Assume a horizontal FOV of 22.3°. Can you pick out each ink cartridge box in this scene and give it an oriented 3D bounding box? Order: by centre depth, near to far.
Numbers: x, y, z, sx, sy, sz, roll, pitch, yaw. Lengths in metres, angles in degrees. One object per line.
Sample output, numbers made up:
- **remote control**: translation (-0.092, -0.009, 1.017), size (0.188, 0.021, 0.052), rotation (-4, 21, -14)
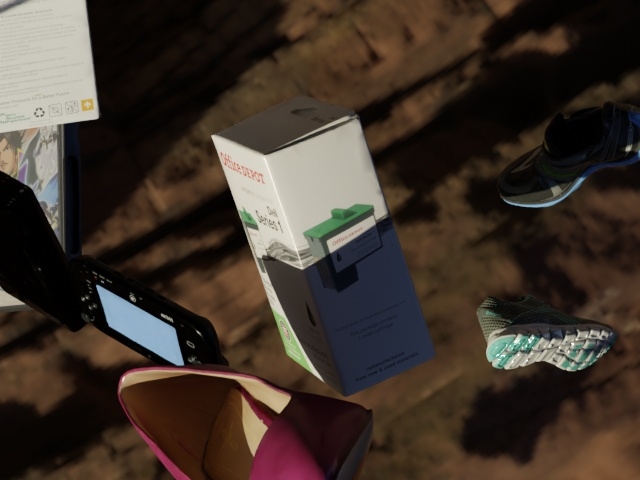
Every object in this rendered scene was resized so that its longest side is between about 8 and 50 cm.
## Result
- **ink cartridge box**: translation (0.000, 0.000, 1.369), size (0.092, 0.219, 0.160), rotation (-23, -164, -15)
- **ink cartridge box**: translation (-0.319, -0.201, 1.527), size (0.206, 0.045, 0.208), rotation (-10, 119, -13)

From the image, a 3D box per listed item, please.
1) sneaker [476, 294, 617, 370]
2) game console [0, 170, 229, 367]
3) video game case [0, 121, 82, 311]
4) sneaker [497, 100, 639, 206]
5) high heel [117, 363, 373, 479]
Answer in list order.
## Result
- **sneaker**: translation (0.226, 0.085, 1.627), size (0.166, 0.076, 0.065), rotation (7, 132, -35)
- **game console**: translation (-0.240, 0.043, 1.658), size (0.044, 0.361, 0.213), rotation (-49, 146, -24)
- **video game case**: translation (-0.404, -0.033, 2.076), size (0.275, 0.248, 0.035), rotation (-6, 173, 42)
- **sneaker**: translation (0.230, -0.088, 1.521), size (0.078, 0.067, 0.188), rotation (22, 150, -28)
- **high heel**: translation (-0.070, 0.146, 1.134), size (0.377, 0.181, 0.127), rotation (125, -14, -81)
